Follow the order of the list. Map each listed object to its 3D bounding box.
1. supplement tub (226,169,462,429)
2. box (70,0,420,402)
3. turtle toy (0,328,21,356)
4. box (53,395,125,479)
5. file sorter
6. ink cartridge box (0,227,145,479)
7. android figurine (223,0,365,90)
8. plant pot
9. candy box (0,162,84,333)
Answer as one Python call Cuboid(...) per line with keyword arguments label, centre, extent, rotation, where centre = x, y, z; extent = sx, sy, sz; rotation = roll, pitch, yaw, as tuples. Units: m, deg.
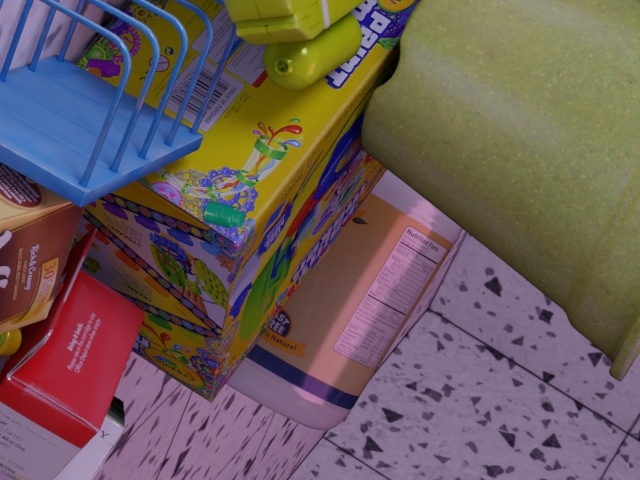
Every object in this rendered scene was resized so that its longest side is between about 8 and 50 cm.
Cuboid(label="supplement tub", centre=(0.000, 0.000, 1.809), extent=(0.316, 0.228, 0.228), rotation=(-59, 170, 1))
Cuboid(label="box", centre=(-0.065, -0.081, 1.417), extent=(0.290, 0.177, 0.279), rotation=(-53, 170, -26))
Cuboid(label="turtle toy", centre=(-0.228, 0.016, 1.224), extent=(0.095, 0.066, 0.130), rotation=(21, 100, -55))
Cuboid(label="box", centre=(-0.250, 0.231, 1.583), extent=(0.232, 0.058, 0.322), rotation=(-57, -174, -5))
Cuboid(label="file sorter", centre=(-0.141, -0.110, 1.139), extent=(0.104, 0.118, 0.170), rotation=(-66, 167, 22))
Cuboid(label="ink cartridge box", centre=(-0.207, 0.111, 1.333), extent=(0.231, 0.078, 0.134), rotation=(-46, -162, 35))
Cuboid(label="android figurine", centre=(-0.020, -0.222, 1.199), extent=(0.273, 0.056, 0.248), rotation=(-46, 130, -61))
Cuboid(label="plant pot", centre=(0.179, -0.081, 1.335), extent=(0.276, 0.254, 0.276), rotation=(-55, 169, -16))
Cuboid(label="candy box", centre=(-0.234, 0.018, 1.091), extent=(0.187, 0.053, 0.109), rotation=(-21, 146, -43))
